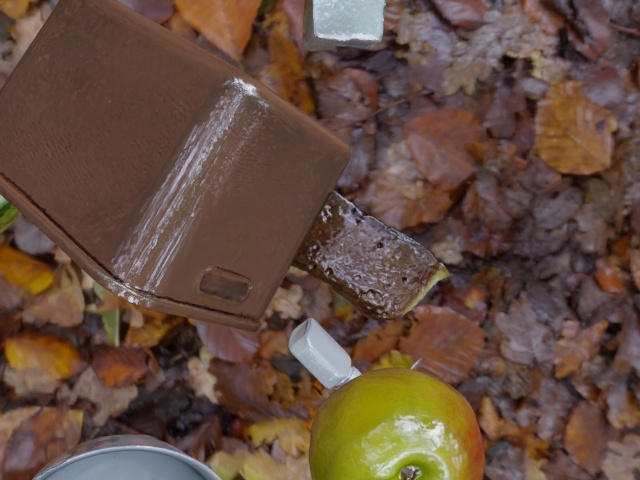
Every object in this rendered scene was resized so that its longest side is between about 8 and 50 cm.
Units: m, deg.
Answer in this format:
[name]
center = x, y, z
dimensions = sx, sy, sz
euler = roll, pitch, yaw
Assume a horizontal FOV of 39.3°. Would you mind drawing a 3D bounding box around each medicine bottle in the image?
[medicine bottle]
center = 0.015, 0.261, 1.956
dimensions = 0.069, 0.119, 0.183
euler = -41, 103, 18

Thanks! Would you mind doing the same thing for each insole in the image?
[insole]
center = 0.125, 0.281, 1.639
dimensions = 0.006, 0.065, 0.193
euler = 40, 63, 14

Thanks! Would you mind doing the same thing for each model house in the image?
[model house]
center = 0.027, -0.304, 1.211
dimensions = 0.101, 0.100, 0.087
euler = 1, 93, -14

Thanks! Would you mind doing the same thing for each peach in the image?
[peach]
center = 0.095, 0.269, 1.148
dimensions = 0.231, 0.231, 0.230
euler = -2, 96, -15

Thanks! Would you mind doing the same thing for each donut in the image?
[donut]
center = 0.000, 0.000, 1.112
dimensions = 0.112, 0.295, 0.151
euler = -60, 146, -17

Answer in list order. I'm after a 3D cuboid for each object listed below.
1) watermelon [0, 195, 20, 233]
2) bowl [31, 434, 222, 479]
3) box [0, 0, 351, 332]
[watermelon]
center = -0.635, -0.123, 1.544
dimensions = 0.285, 0.285, 0.285
euler = -2, 96, -15
[bowl]
center = -0.297, 0.397, 1.309
dimensions = 0.346, 0.157, 0.345
euler = -6, 116, -13
[box]
center = -0.169, -0.092, 0.954
dimensions = 0.229, 0.339, 0.239
euler = -58, 147, 4
